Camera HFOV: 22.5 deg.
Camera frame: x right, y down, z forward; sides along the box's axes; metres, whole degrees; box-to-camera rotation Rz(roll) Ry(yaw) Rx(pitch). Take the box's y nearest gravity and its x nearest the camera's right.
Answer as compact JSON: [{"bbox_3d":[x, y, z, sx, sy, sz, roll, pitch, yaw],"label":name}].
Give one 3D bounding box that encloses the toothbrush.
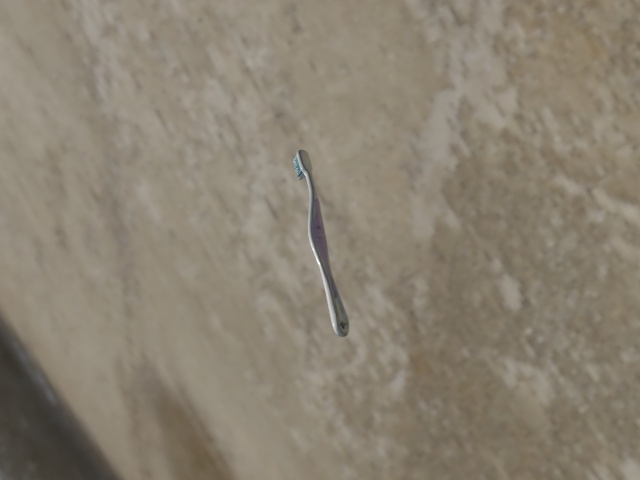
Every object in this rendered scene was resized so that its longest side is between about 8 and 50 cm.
[{"bbox_3d":[0.000,0.000,0.936,0.013,0.011,0.131,-55,39,44],"label":"toothbrush"}]
